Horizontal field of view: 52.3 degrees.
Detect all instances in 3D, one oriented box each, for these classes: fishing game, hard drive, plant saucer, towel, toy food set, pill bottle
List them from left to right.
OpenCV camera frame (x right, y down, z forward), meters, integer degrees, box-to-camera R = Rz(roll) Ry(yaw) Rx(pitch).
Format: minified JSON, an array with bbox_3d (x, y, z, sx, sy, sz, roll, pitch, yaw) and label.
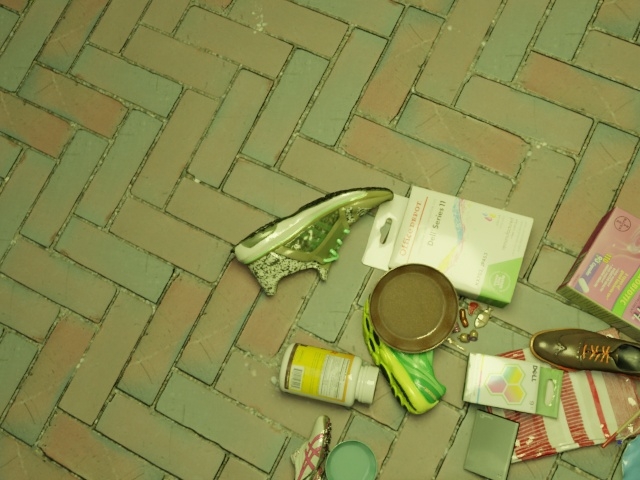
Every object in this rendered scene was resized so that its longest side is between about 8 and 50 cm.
[{"bbox_3d":[0.021,0.310,1.487,0.215,0.117,0.117,11,80,10],"label":"pill bottle"},{"bbox_3d":[0.068,0.511,1.475,0.119,0.021,0.119,1,82,-9],"label":"plant saucer"},{"bbox_3d":[0.203,0.146,1.433,0.199,0.036,0.198,0,93,-2],"label":"plant saucer"},{"bbox_3d":[0.343,0.192,1.518,0.078,0.019,0.122,30,84,13],"label":"toy food set"},{"bbox_3d":[0.377,0.451,1.434,0.094,0.022,0.135,13,89,30],"label":"hard drive"},{"bbox_3d":[0.533,0.346,1.452,0.329,0.037,0.237,-14,76,5],"label":"towel"},{"bbox_3d":[0.728,0.481,1.387,0.189,0.041,0.264,-43,91,-3],"label":"fishing game"}]

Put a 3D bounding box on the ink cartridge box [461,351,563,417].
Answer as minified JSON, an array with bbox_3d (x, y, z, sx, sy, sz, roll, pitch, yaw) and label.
[{"bbox_3d":[0.424,0.318,1.429,0.209,0.062,0.108,8,77,12],"label":"ink cartridge box"}]

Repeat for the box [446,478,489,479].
[{"bbox_3d":[0.263,0.683,1.395,0.232,0.058,0.321,-7,79,13],"label":"box"}]

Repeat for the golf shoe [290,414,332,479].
[{"bbox_3d":[-0.026,0.487,1.482,0.086,0.067,0.186,13,80,12],"label":"golf shoe"}]

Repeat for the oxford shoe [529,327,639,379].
[{"bbox_3d":[0.593,0.236,1.400,0.272,0.098,0.096,6,77,12],"label":"oxford shoe"}]

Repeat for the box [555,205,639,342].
[{"bbox_3d":[0.694,0.084,1.443,0.243,0.117,0.213,33,84,12],"label":"box"}]

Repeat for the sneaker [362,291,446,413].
[{"bbox_3d":[0.188,0.249,1.499,0.124,0.109,0.295,-17,70,-24],"label":"sneaker"}]

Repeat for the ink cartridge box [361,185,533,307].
[{"bbox_3d":[0.285,0.006,1.514,0.354,0.119,0.207,16,82,11],"label":"ink cartridge box"}]

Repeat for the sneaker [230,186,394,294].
[{"bbox_3d":[0.000,0.000,1.566,0.410,0.158,0.182,-25,98,4],"label":"sneaker"}]
